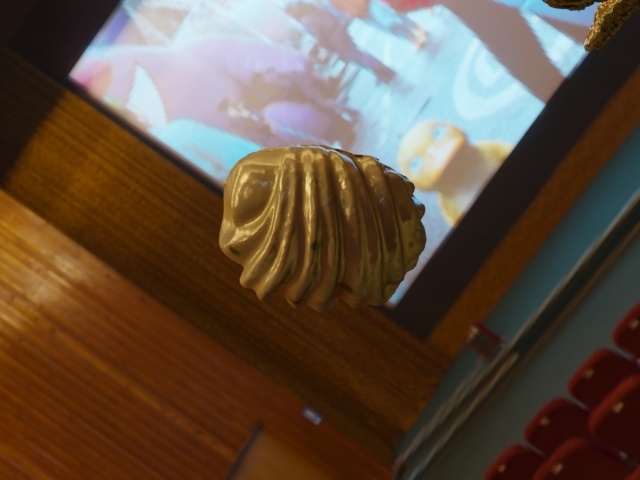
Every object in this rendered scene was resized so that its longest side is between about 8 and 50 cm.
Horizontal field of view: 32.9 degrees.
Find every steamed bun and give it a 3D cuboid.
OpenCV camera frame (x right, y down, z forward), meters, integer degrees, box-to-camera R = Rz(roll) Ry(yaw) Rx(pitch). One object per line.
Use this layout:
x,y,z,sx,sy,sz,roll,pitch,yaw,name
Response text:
0.000,0.000,0.858,0.183,0.182,0.106,128,154,-70,steamed bun

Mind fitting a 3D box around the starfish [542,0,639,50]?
0.205,-0.166,0.525,0.208,0.053,0.176,-30,-4,31,starfish
